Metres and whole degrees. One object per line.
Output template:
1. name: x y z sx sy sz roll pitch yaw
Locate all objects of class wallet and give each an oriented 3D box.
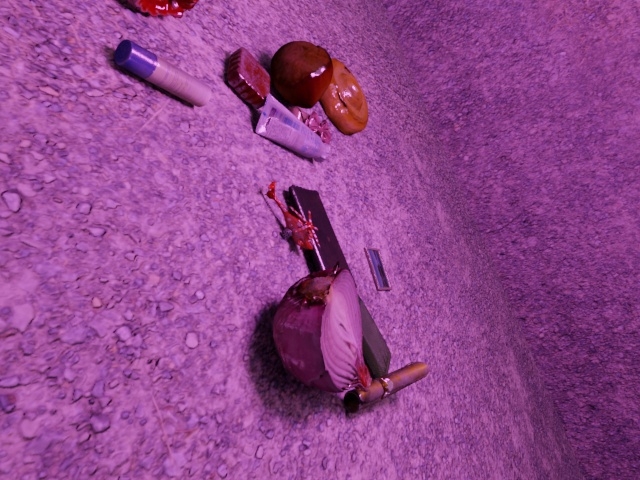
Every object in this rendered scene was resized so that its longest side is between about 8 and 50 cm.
1. wallet: 0.000 0.000 1.597 0.170 0.044 0.321 -2 67 -62
2. wallet: 0.125 0.279 1.589 0.236 0.055 0.160 62 31 -20

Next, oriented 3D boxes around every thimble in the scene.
1. thimble: -0.360 -0.596 1.284 0.189 0.163 0.125 -17 82 -63

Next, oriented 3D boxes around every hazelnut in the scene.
1. hazelnut: -0.059 -0.498 1.753 0.208 0.208 0.208 41 36 -40

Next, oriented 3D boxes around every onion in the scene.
1. onion: -0.001 0.232 1.305 0.267 0.159 0.348 -62 142 -46

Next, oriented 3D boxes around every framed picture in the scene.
1. framed picture: 0.192 0.095 1.900 0.109 0.011 0.149 7 63 -59

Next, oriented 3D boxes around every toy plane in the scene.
1. toy plane: -0.080 -0.053 1.466 0.194 0.077 0.126 40 32 -28

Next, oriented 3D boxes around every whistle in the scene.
1. whistle: 0.181 0.383 1.526 0.326 0.068 0.057 -8 68 -49

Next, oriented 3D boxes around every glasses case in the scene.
1. glasses case: -0.020 -0.346 1.800 0.193 0.070 0.102 20 53 -54

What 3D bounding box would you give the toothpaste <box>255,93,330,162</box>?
1. toothpaste: -0.078 -0.309 1.663 0.299 0.073 0.114 25 85 -52

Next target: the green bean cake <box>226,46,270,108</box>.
1. green bean cake: -0.197 -0.443 1.573 0.136 0.056 0.135 41 38 -40

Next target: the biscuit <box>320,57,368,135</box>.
1. biscuit: 0.086 -0.535 2.112 0.296 0.102 0.296 39 40 -43

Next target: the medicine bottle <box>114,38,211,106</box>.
1. medicine bottle: -0.338 -0.360 1.252 0.231 0.059 0.059 20 53 -55
